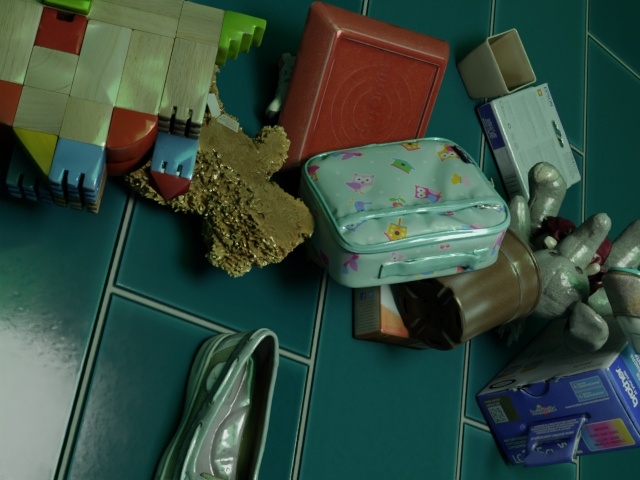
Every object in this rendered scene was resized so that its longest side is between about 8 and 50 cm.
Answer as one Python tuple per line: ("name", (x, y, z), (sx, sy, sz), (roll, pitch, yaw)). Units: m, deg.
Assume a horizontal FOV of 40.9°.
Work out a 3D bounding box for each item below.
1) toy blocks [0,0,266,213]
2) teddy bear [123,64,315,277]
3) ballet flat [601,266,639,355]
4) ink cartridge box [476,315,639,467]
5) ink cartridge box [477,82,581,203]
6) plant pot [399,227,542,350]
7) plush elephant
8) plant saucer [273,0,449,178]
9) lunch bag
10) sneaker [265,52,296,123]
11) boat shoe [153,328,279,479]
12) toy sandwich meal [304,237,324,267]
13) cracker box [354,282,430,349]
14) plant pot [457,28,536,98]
("toy blocks", (-0.273, -0.154, 0.953), (0.381, 0.191, 0.261), (11, 73, -10))
("teddy bear", (-0.153, -0.111, 1.152), (0.338, 0.113, 0.245), (46, 44, -12))
("ballet flat", (0.522, 0.133, 1.296), (0.316, 0.107, 0.106), (24, 76, -36))
("ink cartridge box", (0.457, 0.238, 1.462), (0.395, 0.270, 0.151), (-29, 92, -43))
("ink cartridge box", (0.419, -0.189, 1.710), (0.224, 0.045, 0.223), (-23, 93, -44))
("plant pot", (0.217, 0.075, 1.290), (0.165, 0.167, 0.167), (-25, 94, -37))
("plush elephant", (0.397, 0.040, 1.407), (0.272, 0.255, 0.330), (37, 94, 9))
("plant saucer", (0.070, -0.198, 1.288), (0.259, 0.048, 0.258), (8, 106, -31))
("lunch bag", (0.121, -0.041, 1.217), (0.279, 0.108, 0.224), (-10, 43, -18))
("sneaker", (-0.049, -0.241, 1.311), (0.075, 0.057, 0.161), (45, 52, -2))
("boat shoe", (-0.119, 0.262, 1.055), (0.118, 0.103, 0.320), (30, 59, -32))
("toy sandwich meal", (0.000, 0.000, 1.293), (0.085, 0.029, 0.085), (10, 75, -42))
("cracker box", (0.129, 0.048, 1.366), (0.156, 0.067, 0.232), (15, 67, -39))
("plant pot", (0.327, -0.326, 1.634), (0.109, 0.096, 0.109), (-28, 96, -42))
